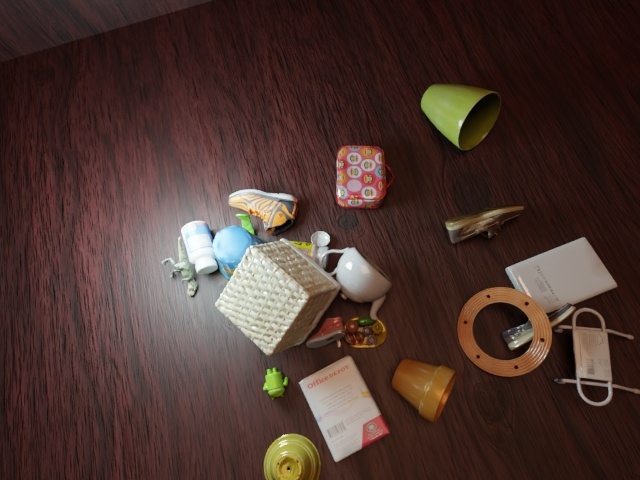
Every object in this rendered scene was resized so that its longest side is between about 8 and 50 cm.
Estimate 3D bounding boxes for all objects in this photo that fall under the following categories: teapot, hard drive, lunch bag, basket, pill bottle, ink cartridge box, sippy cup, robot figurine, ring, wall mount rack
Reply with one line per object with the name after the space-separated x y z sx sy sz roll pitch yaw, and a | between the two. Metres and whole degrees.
0.149 0.161 1.678 0.187 0.253 0.256 -46 40 8 | teapot
0.982 0.153 1.692 0.354 0.047 0.232 -21 69 -2 | hard drive
0.203 -0.293 1.888 0.259 0.120 0.292 1 70 5 | lunch bag
-0.163 0.218 1.596 0.331 0.266 0.328 39 109 17 | basket
-0.533 0.035 1.834 0.125 0.124 0.221 -21 70 -3 | pill bottle
0.090 0.626 1.556 0.226 0.131 0.306 -26 68 -4 | ink cartridge box
-0.348 0.049 1.759 0.240 0.224 0.305 -31 70 -7 | sippy cup
-0.180 0.567 1.636 0.101 0.067 0.115 -17 69 5 | robot figurine
0.701 0.348 1.587 0.337 0.032 0.335 -8 74 32 | ring
-0.074 0.066 1.783 0.209 0.119 0.119 6 71 7 | pill bottle
1.047 0.441 1.545 0.305 0.130 0.349 4 70 11 | wall mount rack

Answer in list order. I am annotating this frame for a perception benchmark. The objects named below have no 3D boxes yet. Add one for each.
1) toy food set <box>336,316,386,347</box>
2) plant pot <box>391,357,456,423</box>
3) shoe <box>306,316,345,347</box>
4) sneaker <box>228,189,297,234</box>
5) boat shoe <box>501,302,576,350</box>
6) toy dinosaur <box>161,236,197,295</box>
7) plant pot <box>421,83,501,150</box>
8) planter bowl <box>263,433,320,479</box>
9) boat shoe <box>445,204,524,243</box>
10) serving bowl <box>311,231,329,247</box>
0.160 0.370 1.674 0.218 0.071 0.128 -4 70 4 | toy food set
0.377 0.539 1.538 0.188 0.205 0.205 22 73 28 | plant pot
0.018 0.375 1.683 0.178 0.063 0.081 -27 46 21 | shoe
-0.270 -0.125 1.868 0.322 0.124 0.179 3 69 6 | sneaker
0.831 0.317 1.582 0.285 0.103 0.092 -43 60 21 | boat shoe
-0.621 0.116 1.812 0.118 0.064 0.267 -9 106 13 | toy dinosaur
0.620 -0.609 1.910 0.275 0.274 0.293 -40 56 -9 | plant pot
-0.111 0.836 1.519 0.218 0.090 0.216 -1 70 4 | planter bowl
0.714 -0.068 1.776 0.343 0.123 0.123 -16 99 -6 | boat shoe
0.000 0.000 1.844 0.084 0.027 0.083 0 54 0 | serving bowl
